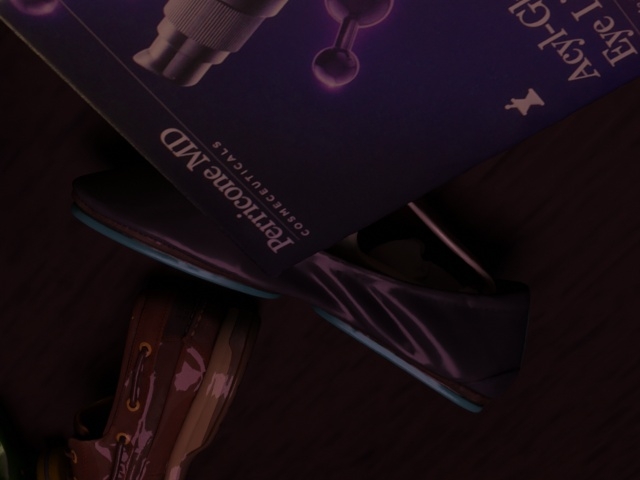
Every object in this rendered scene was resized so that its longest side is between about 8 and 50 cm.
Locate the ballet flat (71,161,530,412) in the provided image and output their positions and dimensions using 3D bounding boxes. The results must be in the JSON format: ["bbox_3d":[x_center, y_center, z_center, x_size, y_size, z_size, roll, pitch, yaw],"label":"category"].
[{"bbox_3d":[0.000,0.000,0.701,0.203,0.074,0.074,26,127,-12],"label":"ballet flat"}]

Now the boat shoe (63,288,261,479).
[{"bbox_3d":[-0.086,0.095,0.781,0.060,0.064,0.178,24,116,-5],"label":"boat shoe"}]

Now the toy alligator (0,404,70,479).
[{"bbox_3d":[-0.151,0.120,0.812,0.056,0.051,0.190,-11,130,11],"label":"toy alligator"}]

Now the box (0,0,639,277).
[{"bbox_3d":[0.018,-0.107,0.572,0.207,0.108,0.153,-30,125,25],"label":"box"}]
